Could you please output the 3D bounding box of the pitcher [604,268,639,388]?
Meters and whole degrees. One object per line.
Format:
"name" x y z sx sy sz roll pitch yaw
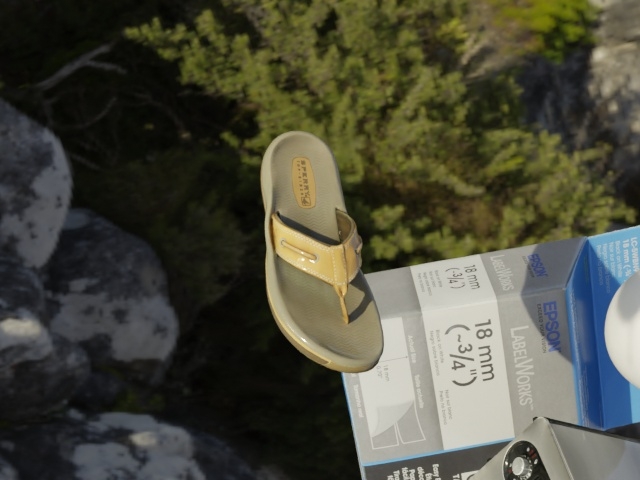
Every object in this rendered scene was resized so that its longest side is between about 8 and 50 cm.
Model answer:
"pitcher" 0.338 0.047 1.000 0.125 0.207 0.178 32 72 -5

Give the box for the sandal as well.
"sandal" 0.000 0.000 0.771 0.072 0.049 0.180 -1 64 -21

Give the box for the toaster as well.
"toaster" 0.221 0.252 1.044 0.185 0.168 0.110 17 40 -31

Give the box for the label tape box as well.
"label tape box" 0.191 0.136 1.188 0.106 0.333 0.241 -98 177 -66
